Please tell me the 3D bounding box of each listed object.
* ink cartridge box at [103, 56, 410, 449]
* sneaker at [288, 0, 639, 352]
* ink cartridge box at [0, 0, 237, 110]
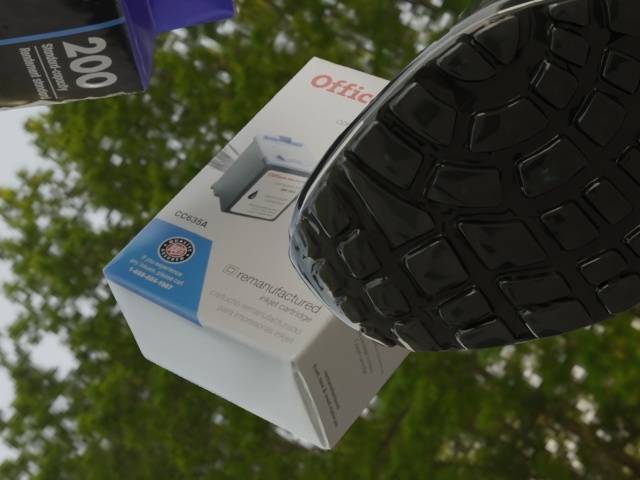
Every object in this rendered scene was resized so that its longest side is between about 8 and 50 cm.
[{"bbox_3d":[0.000,0.000,0.758,0.190,0.140,0.082,-49,-38,-26],"label":"ink cartridge box"},{"bbox_3d":[0.108,-0.070,0.476,0.283,0.124,0.107,-37,-71,-1],"label":"sneaker"},{"bbox_3d":[-0.145,-0.129,0.661,0.208,0.045,0.206,-11,-23,-3],"label":"ink cartridge box"}]
